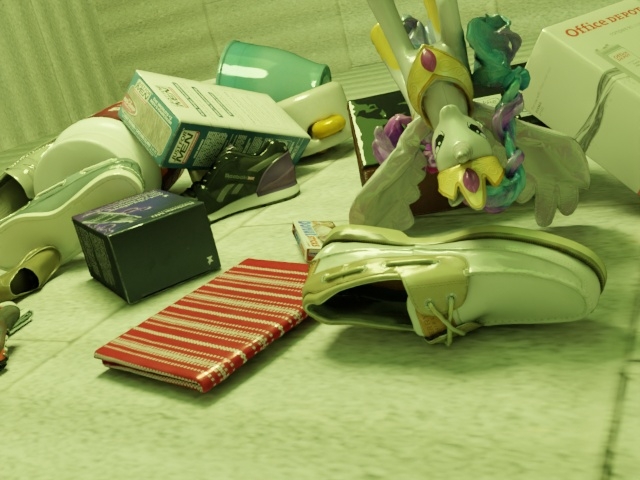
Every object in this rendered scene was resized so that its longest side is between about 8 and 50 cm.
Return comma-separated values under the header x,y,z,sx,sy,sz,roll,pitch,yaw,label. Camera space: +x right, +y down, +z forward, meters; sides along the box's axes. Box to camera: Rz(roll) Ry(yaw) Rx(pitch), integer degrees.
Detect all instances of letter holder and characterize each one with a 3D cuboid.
x,y,z,sx,sy,sz,roll,pitch,yaw,label
0.211,-0.120,1.131,0.302,0.214,0.152,-12,50,3,letter holder

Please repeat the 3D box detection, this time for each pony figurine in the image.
x,y,z,sx,sy,sz,roll,pitch,yaw,label
0.140,-0.144,0.858,0.303,0.363,0.351,-18,-24,9,pony figurine

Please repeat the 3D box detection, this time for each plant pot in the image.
x,y,z,sx,sy,sz,roll,pitch,yaw,label
-0.109,-0.374,1.910,0.255,0.271,0.271,7,23,12,plant pot

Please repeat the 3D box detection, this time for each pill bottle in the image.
x,y,z,sx,sy,sz,roll,pitch,yaw,label
-0.413,-0.154,1.491,0.224,0.224,0.392,-11,19,6,pill bottle

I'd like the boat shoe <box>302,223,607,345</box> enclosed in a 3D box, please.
x,y,z,sx,sy,sz,roll,pitch,yaw,label
0.121,0.054,0.731,0.302,0.113,0.103,1,44,34,boat shoe

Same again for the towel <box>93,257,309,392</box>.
x,y,z,sx,sy,sz,roll,pitch,yaw,label
-0.103,0.090,0.872,0.199,0.031,0.275,3,25,40,towel

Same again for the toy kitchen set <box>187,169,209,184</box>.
x,y,z,sx,sy,sz,roll,pitch,yaw,label
-0.242,-0.199,1.666,0.166,0.122,0.207,-20,19,-19,toy kitchen set

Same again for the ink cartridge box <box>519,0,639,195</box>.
x,y,z,sx,sy,sz,roll,pitch,yaw,label
0.426,-0.177,0.943,0.207,0.117,0.283,-25,57,-29,ink cartridge box

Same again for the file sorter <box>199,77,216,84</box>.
x,y,z,sx,sy,sz,roll,pitch,yaw,label
-0.396,-0.299,1.961,0.278,0.192,0.173,-8,22,14,file sorter

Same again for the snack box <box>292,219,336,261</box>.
x,y,z,sx,sy,sz,roll,pitch,yaw,label
0.000,0.000,1.037,0.064,0.022,0.178,2,13,-9,snack box

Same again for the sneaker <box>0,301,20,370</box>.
x,y,z,sx,sy,sz,roll,pitch,yaw,label
-0.417,0.139,0.921,0.065,0.061,0.158,28,33,0,sneaker

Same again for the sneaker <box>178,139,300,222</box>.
x,y,z,sx,sy,sz,roll,pitch,yaw,label
-0.187,-0.113,1.372,0.283,0.124,0.107,-19,19,-16,sneaker

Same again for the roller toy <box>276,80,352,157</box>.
x,y,z,sx,sy,sz,roll,pitch,yaw,label
-0.018,-0.267,1.672,0.209,0.146,0.191,-15,13,30,roller toy

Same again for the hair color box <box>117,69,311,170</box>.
x,y,z,sx,sy,sz,roll,pitch,yaw,label
-0.202,-0.225,1.454,0.347,0.105,0.174,-1,40,-49,hair color box

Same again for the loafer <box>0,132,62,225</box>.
x,y,z,sx,sy,sz,roll,pitch,yaw,label
-0.630,-0.119,1.578,0.319,0.112,0.111,-50,5,-16,loafer

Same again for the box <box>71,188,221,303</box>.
x,y,z,sx,sy,sz,roll,pitch,yaw,label
-0.270,0.001,1.123,0.153,0.108,0.207,-23,20,-29,box

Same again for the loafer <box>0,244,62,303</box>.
x,y,z,sx,sy,sz,roll,pitch,yaw,label
-0.470,0.057,1.191,0.050,0.056,0.148,-1,32,30,loafer

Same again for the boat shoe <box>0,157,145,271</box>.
x,y,z,sx,sy,sz,roll,pitch,yaw,label
-0.442,-0.045,1.277,0.319,0.116,0.099,-27,34,13,boat shoe

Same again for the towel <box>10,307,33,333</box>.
x,y,z,sx,sy,sz,roll,pitch,yaw,label
-0.499,0.133,1.040,0.152,0.023,0.113,-9,17,20,towel
